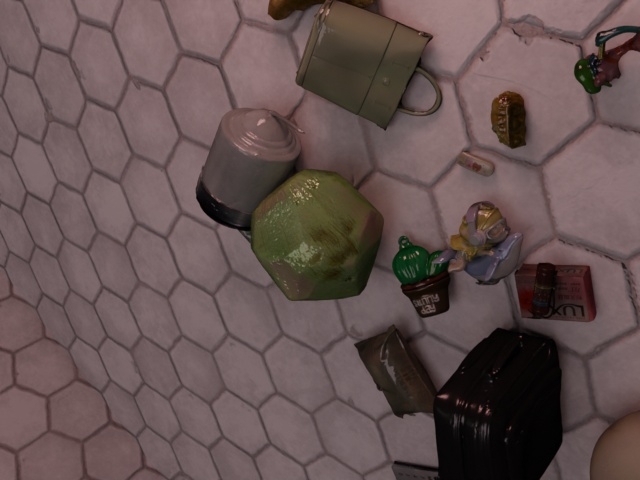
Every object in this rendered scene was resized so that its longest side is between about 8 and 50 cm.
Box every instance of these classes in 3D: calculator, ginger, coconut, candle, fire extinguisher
[{"bbox_3d":[0.334,0.714,1.790,0.261,0.021,0.161,-8,107,41],"label":"calculator"},{"bbox_3d":[-0.007,-0.540,1.373,0.298,0.065,0.118,-1,107,39],"label":"ginger"},{"bbox_3d":[0.000,0.000,1.499,0.328,0.281,0.329,0,96,-5],"label":"coconut"},{"bbox_3d":[-0.175,-0.201,1.584,0.221,0.221,0.343,40,128,15],"label":"candle"},{"bbox_3d":[0.456,0.110,1.287,0.056,0.039,0.132,21,123,40],"label":"fire extinguisher"}]

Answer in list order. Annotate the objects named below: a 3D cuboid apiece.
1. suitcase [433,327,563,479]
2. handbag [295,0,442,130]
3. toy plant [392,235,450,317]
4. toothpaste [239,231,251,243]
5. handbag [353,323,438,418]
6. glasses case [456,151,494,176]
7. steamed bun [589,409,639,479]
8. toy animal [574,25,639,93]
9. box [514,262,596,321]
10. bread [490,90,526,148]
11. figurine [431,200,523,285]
[{"bbox_3d":[0.386,0.384,1.356,0.188,0.345,0.340,9,118,41],"label":"suitcase"},{"bbox_3d":[0.117,-0.368,1.350,0.315,0.109,0.241,21,132,-4],"label":"handbag"},{"bbox_3d":[0.243,0.078,1.478,0.142,0.105,0.201,-20,87,32],"label":"toy plant"},{"bbox_3d":[-0.199,-0.017,1.820,0.218,0.041,0.064,46,127,5],"label":"toothpaste"},{"bbox_3d":[0.198,0.353,1.650,0.182,0.117,0.270,-25,97,51],"label":"handbag"},{"bbox_3d":[0.329,-0.162,1.334,0.083,0.021,0.032,28,129,24],"label":"glasses case"},{"bbox_3d":[0.686,0.492,1.227,0.324,0.206,0.324,11,105,45],"label":"steamed bun"},{"bbox_3d":[0.522,-0.323,1.045,0.103,0.100,0.208,30,156,-28],"label":"toy animal"},{"bbox_3d":[0.493,0.110,1.324,0.156,0.060,0.111,-1,113,40],"label":"box"},{"bbox_3d":[0.370,-0.239,1.238,0.066,0.060,0.110,-1,113,22],"label":"bread"},{"bbox_3d":[0.340,0.010,1.349,0.208,0.128,0.184,-12,103,46],"label":"figurine"}]
